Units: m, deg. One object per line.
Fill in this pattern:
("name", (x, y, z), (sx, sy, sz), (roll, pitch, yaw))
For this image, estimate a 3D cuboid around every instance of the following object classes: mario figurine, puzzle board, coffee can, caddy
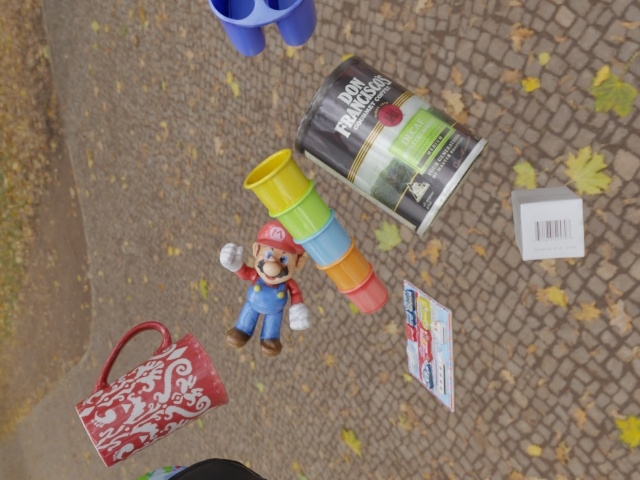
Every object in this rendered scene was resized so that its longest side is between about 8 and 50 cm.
("mario figurine", (-0.123, 0.111, 1.340), (0.170, 0.198, 0.321), (37, 119, 49))
("puzzle board", (0.122, 0.119, 0.687), (0.096, 0.011, 0.128), (-141, 41, -62))
("coffee can", (0.123, -0.164, 1.051), (0.275, 0.201, 0.202), (35, 134, 9))
("caddy", (-0.137, -0.602, 1.395), (0.179, 0.241, 0.342), (69, -169, -63))

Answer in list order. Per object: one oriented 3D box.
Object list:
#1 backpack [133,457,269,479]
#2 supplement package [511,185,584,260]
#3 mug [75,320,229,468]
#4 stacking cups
("backpack", (-0.240, 0.441, 0.715), (0.273, 0.290, 0.356), (31, 123, 2))
("supplement package", (0.418, -0.036, 1.111), (0.105, 0.179, 0.105), (-5, 101, 15))
("mug", (-0.232, 0.204, 0.801), (0.150, 0.169, 0.113), (38, 148, 41))
("stacking cups", (0.000, 0.000, 1.003), (0.096, 0.096, 0.316), (2, 134, 54))
